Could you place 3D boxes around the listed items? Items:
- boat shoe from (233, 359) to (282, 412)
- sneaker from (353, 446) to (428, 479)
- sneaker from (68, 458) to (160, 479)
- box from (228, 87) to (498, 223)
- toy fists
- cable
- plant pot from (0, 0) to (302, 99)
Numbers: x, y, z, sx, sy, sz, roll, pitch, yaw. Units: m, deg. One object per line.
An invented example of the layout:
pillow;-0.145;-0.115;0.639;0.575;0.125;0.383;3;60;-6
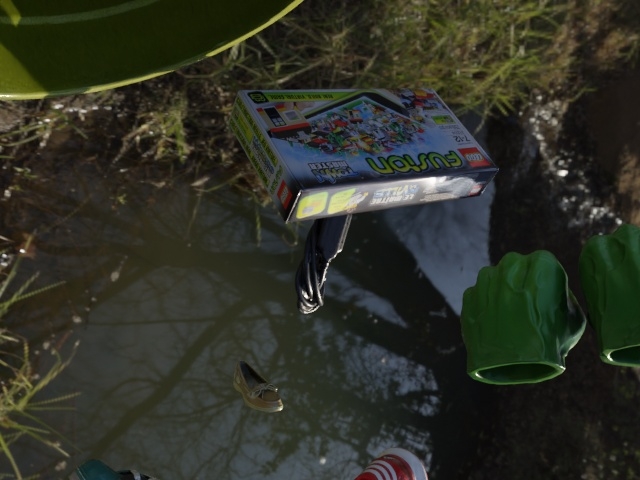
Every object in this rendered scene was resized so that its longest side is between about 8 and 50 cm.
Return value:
boat shoe;-0.118;0.271;1.209;0.056;0.153;0.048;-4;105;-29
sneaker;0.053;0.330;0.645;0.128;0.087;0.221;4;78;-56
sneaker;-0.205;0.382;0.920;0.302;0.108;0.121;41;66;-13
box;0.040;-0.078;0.545;0.207;0.114;0.036;-10;144;-33
toy fists;0.283;0.071;0.710;0.096;0.279;0.142;32;53;-39
cable;0.000;0.000;0.802;0.150;0.047;0.185;-99;-158;-77
plant pot;-0.202;-0.345;0.486;0.366;0.366;0.353;-20;88;-46
